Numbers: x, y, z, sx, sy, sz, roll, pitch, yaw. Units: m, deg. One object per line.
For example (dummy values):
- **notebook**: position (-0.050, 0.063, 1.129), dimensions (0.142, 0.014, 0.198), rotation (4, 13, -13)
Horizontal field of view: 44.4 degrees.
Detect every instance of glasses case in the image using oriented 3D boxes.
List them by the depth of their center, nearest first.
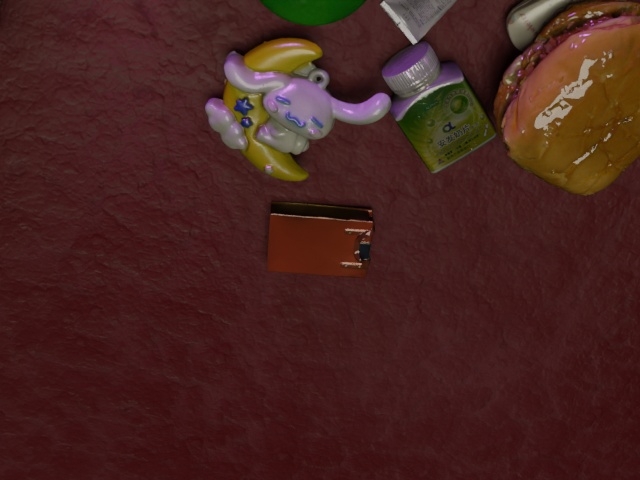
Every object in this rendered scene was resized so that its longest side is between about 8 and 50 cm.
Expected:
- **glasses case**: position (0.387, -0.367, 1.217), dimensions (0.204, 0.051, 0.081), rotation (-29, 125, 15)

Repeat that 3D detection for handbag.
- **handbag**: position (0.000, 0.000, 1.425), dimensions (0.190, 0.063, 0.127), rotation (4, 122, -2)

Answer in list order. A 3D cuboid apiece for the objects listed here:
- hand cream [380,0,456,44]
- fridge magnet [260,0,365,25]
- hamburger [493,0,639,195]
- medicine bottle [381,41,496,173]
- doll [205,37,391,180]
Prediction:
- **hand cream**: position (0.172, -0.377, 1.204), dimensions (0.142, 0.053, 0.084), rotation (-35, 105, 28)
- **fridge magnet**: position (-0.010, -0.417, 1.139), dimensions (0.207, 0.088, 0.208), rotation (-1, 123, -2)
- **hamburger**: position (0.429, -0.218, 1.224), dimensions (0.318, 0.158, 0.319), rotation (-10, 133, -10)
- **medicine bottle**: position (0.184, -0.221, 1.276), dimensions (0.132, 0.088, 0.188), rotation (-31, 120, 16)
- **doll**: position (-0.051, -0.209, 1.252), dimensions (0.252, 0.111, 0.237), rotation (36, 117, -11)
